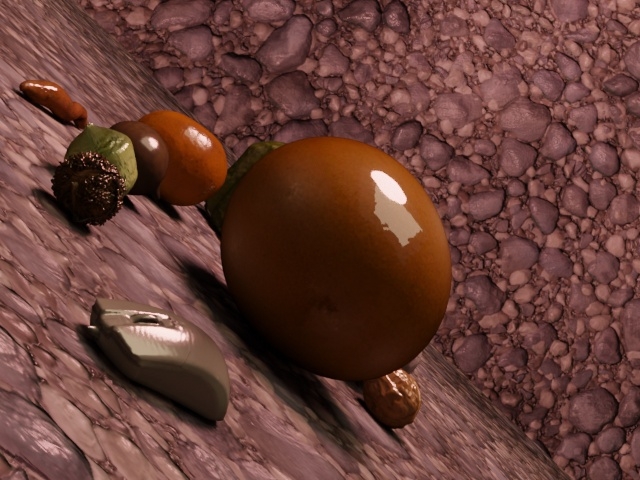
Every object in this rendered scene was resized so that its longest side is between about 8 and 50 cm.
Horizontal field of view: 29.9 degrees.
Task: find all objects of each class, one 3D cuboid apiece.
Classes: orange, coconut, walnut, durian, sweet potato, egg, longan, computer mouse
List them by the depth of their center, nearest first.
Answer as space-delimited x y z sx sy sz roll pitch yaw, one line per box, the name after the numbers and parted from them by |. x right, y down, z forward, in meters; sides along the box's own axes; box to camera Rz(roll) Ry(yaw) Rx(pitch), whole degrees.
-0.128 0.090 0.998 0.089 0.056 0.181 42 2 39 | computer mouse
-0.241 -0.054 1.246 0.080 0.080 0.091 43 -12 -7 | durian
-0.254 -0.091 1.380 0.088 0.087 0.096 -127 -161 -64 | coconut
0.019 0.021 1.515 0.282 0.282 0.351 40 16 -41 | egg
-0.240 -0.100 1.550 0.113 0.092 0.113 52 -17 24 | longan
-0.356 -0.186 1.643 0.044 0.044 0.179 46 6 22 | sweet potato
0.104 0.223 1.714 0.096 0.082 0.079 54 -22 24 | walnut
-0.213 -0.118 1.761 0.156 0.124 0.156 30 -8 5 | orange

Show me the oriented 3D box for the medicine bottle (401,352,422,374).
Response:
0.065 0.134 1.818 0.215 0.135 0.135 40 6 -46 | medicine bottle

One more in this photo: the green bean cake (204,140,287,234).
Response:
0.000 0.000 1.990 0.319 0.218 0.335 40 4 -41 | green bean cake
